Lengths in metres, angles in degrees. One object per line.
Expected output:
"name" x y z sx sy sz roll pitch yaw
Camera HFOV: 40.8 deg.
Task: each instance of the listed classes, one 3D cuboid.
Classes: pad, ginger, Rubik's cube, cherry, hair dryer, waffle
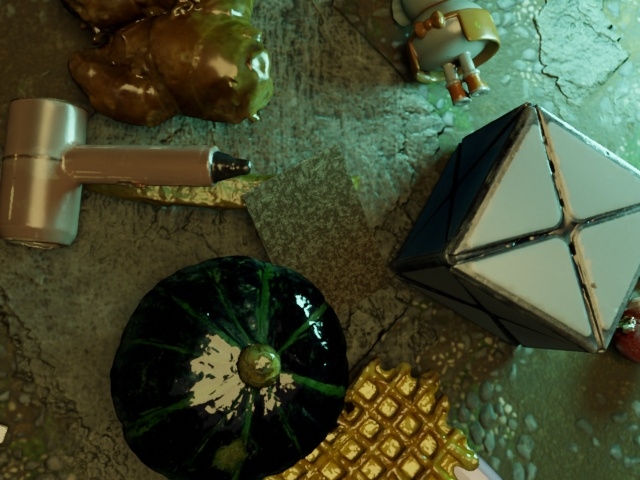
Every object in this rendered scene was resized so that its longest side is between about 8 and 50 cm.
"pad" 0.000 0.000 1.226 0.158 0.003 0.235 -29 113 -15
"ginger" -0.217 -0.315 1.184 0.274 0.152 0.358 -12 86 5
"Rubik's cube" 0.289 -0.004 1.214 0.254 0.259 0.260 31 82 -7
"cherry" 0.465 0.126 1.329 0.225 0.090 0.107 19 92 -2
"hair dryer" -0.254 -0.082 1.103 0.344 0.107 0.190 2 83 17
"waffle" 0.067 0.304 1.207 0.309 0.065 0.283 -1 76 -7

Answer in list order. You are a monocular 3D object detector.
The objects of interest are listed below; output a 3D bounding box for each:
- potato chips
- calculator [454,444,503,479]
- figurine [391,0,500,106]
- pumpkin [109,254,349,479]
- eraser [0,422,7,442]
"potato chips" -0.134 -0.073 1.210 0.406 0.080 0.057 2 102 -12
"calculator" 0.190 0.403 1.253 0.294 0.043 0.194 45 77 -3
"figurine" 0.177 -0.333 1.283 0.143 0.143 0.271 -26 92 -15
"pumpkin" -0.110 0.169 1.108 0.315 0.238 0.315 3 79 -14
"eraser" -0.462 0.241 1.127 0.099 0.019 0.027 20 80 -12
